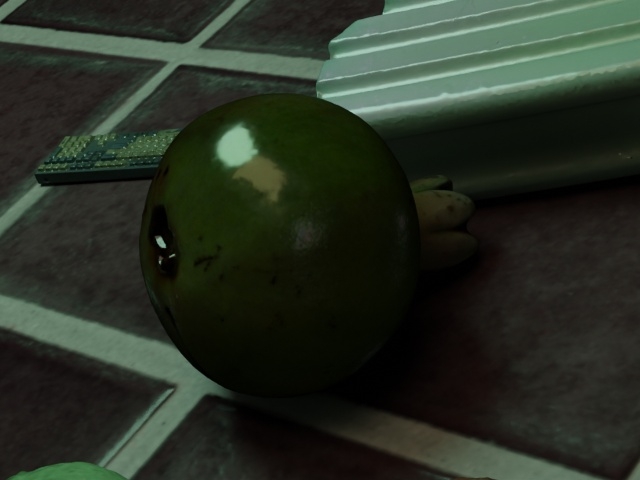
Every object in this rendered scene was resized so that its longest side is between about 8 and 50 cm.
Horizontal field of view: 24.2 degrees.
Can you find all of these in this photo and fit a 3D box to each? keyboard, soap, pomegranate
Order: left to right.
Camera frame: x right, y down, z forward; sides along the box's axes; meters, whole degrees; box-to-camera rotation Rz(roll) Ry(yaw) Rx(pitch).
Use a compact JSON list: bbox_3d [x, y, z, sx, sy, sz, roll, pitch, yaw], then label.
[{"bbox_3d":[-0.145,-0.069,1.184,0.176,0.014,0.055,-1,38,29],"label":"keyboard"},{"bbox_3d":[-0.002,-0.001,0.878,0.210,0.179,0.179,-13,34,-5],"label":"pomegranate"},{"bbox_3d":[0.150,-0.115,0.994,0.289,0.095,0.173,-9,38,22],"label":"soap"}]

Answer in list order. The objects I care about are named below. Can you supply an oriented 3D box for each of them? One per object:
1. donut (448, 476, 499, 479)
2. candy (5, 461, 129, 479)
[{"bbox_3d":[0.037,0.191,0.644,0.186,0.126,0.144,-18,42,10],"label":"donut"},{"bbox_3d":[-0.268,0.258,0.772,0.439,0.119,0.119,-32,35,3],"label":"candy"}]
